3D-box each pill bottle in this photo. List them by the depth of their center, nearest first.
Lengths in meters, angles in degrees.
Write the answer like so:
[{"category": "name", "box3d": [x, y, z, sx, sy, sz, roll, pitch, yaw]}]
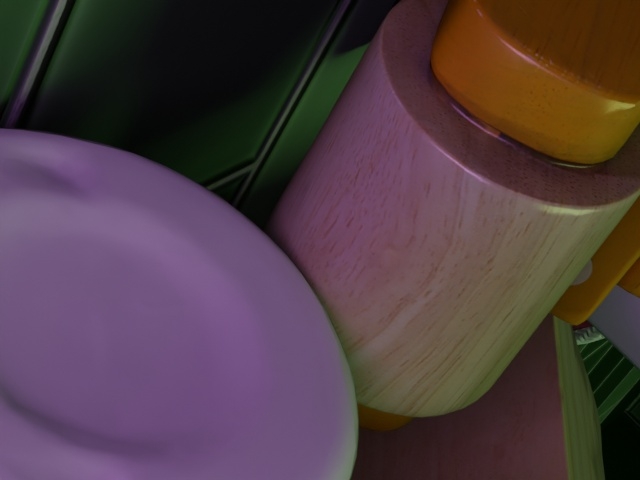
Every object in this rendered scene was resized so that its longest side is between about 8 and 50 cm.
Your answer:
[{"category": "pill bottle", "box3d": [-0.151, 0.146, 0.705, 0.204, 0.204, 0.361, -27, 158, -49]}]

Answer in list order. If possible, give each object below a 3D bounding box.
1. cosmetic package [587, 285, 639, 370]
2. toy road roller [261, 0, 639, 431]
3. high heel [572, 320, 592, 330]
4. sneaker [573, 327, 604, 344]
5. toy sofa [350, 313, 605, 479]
[{"category": "cosmetic package", "box3d": [0.316, -0.077, 1.203, 0.377, 0.284, 0.097, -47, 165, 7]}, {"category": "toy road roller", "box3d": [0.136, -0.044, 0.775, 0.202, 0.241, 0.329, -59, -178, 41]}, {"category": "high heel", "box3d": [0.171, 0.094, 1.439, 0.127, 0.181, 0.377, -12, 146, -28]}, {"category": "sneaker", "box3d": [0.316, -0.065, 1.519, 0.210, 0.137, 0.366, -21, 149, -52]}, {"category": "toy sofa", "box3d": [0.059, 0.121, 0.892, 0.150, 0.177, 0.362, -13, -152, 11]}]
